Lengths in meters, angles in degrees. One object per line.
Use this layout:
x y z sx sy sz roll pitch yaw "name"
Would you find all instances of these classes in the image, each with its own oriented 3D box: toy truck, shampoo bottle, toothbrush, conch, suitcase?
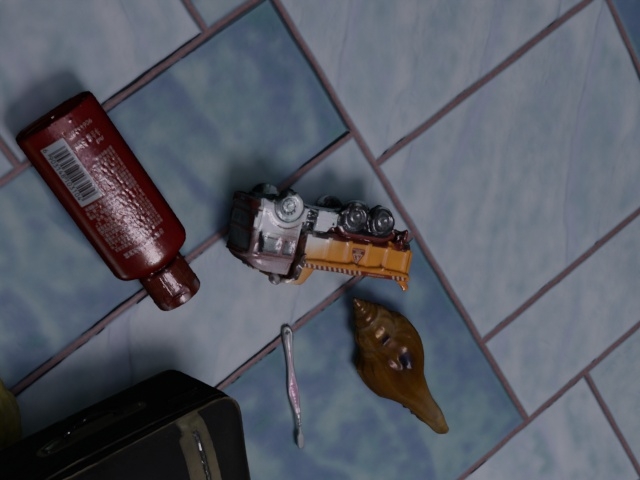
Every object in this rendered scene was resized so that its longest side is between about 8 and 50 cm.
0.000 0.000 1.555 0.271 0.114 0.135 9 95 -28 "toy truck"
-0.271 -0.044 1.437 0.118 0.076 0.314 -38 116 -12 "shampoo bottle"
-0.040 0.226 1.643 0.017 0.022 0.204 -14 108 -25 "toothbrush"
0.129 0.205 1.673 0.109 0.093 0.330 -42 117 -16 "conch"
-0.281 0.359 1.417 0.434 0.194 0.283 -24 116 -37 "suitcase"

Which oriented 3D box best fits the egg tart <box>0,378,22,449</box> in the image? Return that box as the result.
-0.529 0.272 1.386 0.290 0.115 0.290 -8 109 -23 "egg tart"
